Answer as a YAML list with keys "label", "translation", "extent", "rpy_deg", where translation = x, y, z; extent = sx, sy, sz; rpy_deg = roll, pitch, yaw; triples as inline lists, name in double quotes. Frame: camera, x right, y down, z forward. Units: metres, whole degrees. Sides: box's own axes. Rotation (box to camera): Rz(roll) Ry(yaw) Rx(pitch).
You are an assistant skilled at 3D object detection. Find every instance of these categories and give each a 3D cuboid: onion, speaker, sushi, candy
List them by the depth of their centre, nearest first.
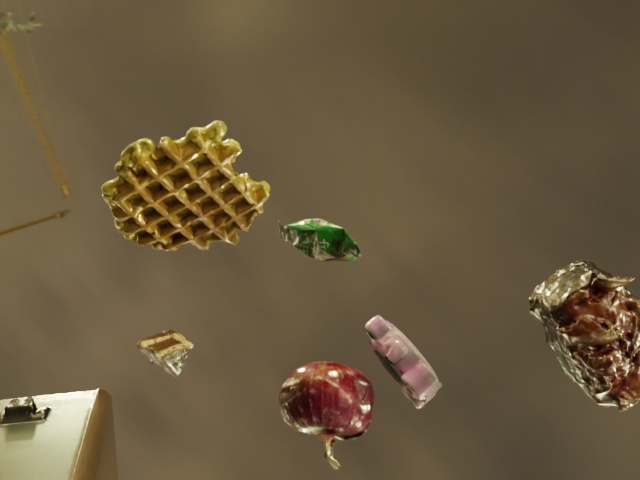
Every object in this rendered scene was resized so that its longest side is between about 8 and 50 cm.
- label: "speaker"
  translation: [-0.261, 0.261, 0.470]
  extent: [0.231, 0.153, 0.193]
  rpy_deg: [-135, -136, -70]
- label: "sushi"
  translation: [0.584, 0.186, 1.163]
  extent: [0.343, 0.196, 0.182]
  rpy_deg: [57, -7, -24]
- label: "candy"
  translation: [0.001, -0.003, 1.271]
  extent: [0.203, 0.078, 0.141]
  rpy_deg: [16, -26, 5]
- label: "onion"
  translation: [0.005, 0.466, 1.630]
  extent: [0.230, 0.272, 0.256]
  rpy_deg: [22, -57, -27]

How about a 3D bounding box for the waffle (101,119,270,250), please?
- label: "waffle"
  translation: [-0.223, -0.076, 0.970]
  extent: [0.301, 0.281, 0.058]
  rpy_deg: [94, -21, -55]

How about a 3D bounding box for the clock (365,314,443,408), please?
- label: "clock"
  translation: [0.219, 0.328, 1.516]
  extent: [0.248, 0.090, 0.228]
  rpy_deg: [49, -10, 24]

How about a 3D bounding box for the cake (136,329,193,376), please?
- label: "cake"
  translation: [-0.514, 0.349, 1.860]
  extent: [0.112, 0.135, 0.246]
  rpy_deg: [24, -26, 12]
